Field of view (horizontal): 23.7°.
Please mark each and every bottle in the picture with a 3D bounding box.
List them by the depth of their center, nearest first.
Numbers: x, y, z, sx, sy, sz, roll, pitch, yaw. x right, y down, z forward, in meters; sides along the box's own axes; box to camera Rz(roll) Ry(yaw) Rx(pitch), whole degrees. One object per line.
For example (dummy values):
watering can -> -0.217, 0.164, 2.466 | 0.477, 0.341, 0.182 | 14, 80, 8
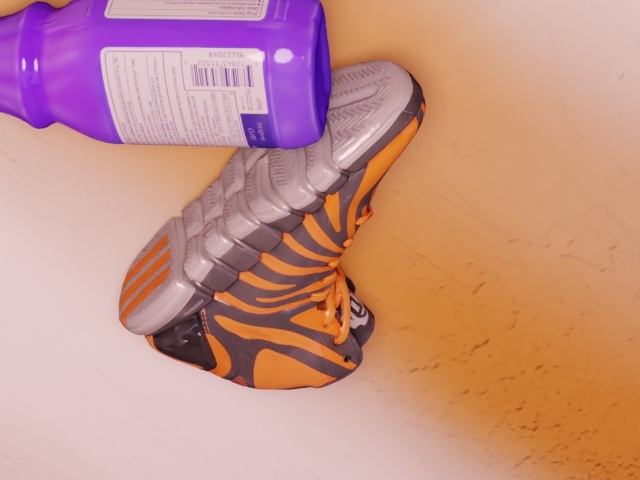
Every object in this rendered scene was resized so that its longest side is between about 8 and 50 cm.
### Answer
bottle -> -0.136, -0.126, 1.108 | 0.282, 0.092, 0.118 | 2, 140, 9

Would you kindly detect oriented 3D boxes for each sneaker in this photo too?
sneaker -> 0.000, 0.000, 1.222 | 0.180, 0.125, 0.321 | 34, 122, -28
